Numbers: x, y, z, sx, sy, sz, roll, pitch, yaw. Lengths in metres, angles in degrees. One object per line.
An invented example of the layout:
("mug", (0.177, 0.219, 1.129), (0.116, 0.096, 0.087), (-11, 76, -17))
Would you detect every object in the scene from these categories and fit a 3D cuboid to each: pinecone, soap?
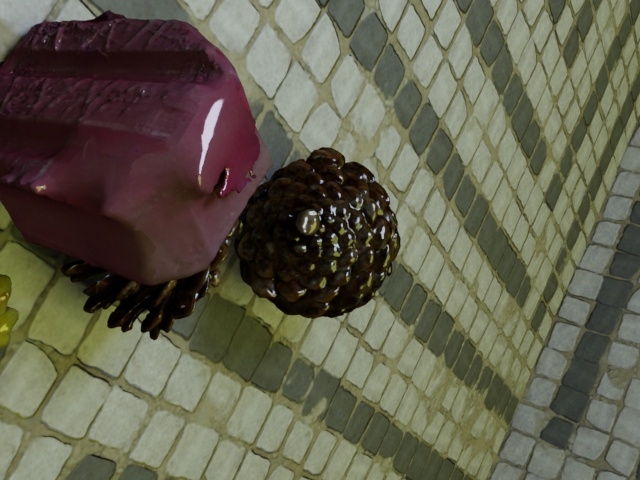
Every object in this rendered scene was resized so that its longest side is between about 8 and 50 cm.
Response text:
("pinecone", (0.000, 0.000, 1.108), (0.272, 0.224, 0.224), (37, 73, -74))
("soap", (-0.182, -0.093, 0.717), (0.220, 0.325, 0.127), (-58, 139, -24))
("pinecone", (-0.190, -0.003, 0.875), (0.208, 0.208, 0.207), (-27, 125, -46))

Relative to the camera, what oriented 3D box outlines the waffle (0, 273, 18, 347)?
("waffle", (-0.404, 0.110, 0.733), (0.280, 0.060, 0.262), (5, 97, -56))
